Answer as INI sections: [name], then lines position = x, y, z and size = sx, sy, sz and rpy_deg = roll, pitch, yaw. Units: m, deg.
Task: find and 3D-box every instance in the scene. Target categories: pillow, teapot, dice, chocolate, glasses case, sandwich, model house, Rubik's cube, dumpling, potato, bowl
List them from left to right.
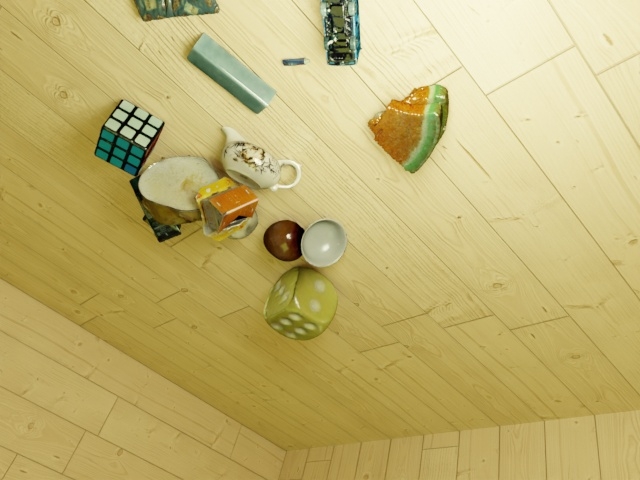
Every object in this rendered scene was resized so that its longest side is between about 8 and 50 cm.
[Rubik's cube]
position = -0.649, -0.348, 1.807
size = 0.162, 0.163, 0.160
rpy_deg = 27, 140, -16
[pillow]
position = -0.410, -0.689, 1.424
size = 0.256, 0.034, 0.188
rpy_deg = 3, 138, 17
[potato]
position = -0.479, -0.158, 1.915
size = 0.300, 0.246, 0.196
rpy_deg = 14, 154, 11
[glasses case]
position = -0.269, -0.486, 1.589
size = 0.266, 0.056, 0.105
rpy_deg = 36, 136, -20
[dumpling]
position = -0.326, -0.065, 1.987
size = 0.173, 0.142, 0.247
rpy_deg = -13, 165, 13
[model house]
position = -0.281, -0.102, 1.782
size = 0.136, 0.219, 0.207
rpy_deg = 13, 120, 44
[teapot]
position = -0.210, -0.254, 1.777
size = 0.300, 0.165, 0.208
rpy_deg = 18, 159, -16
[chocolate]
position = -0.143, 0.001, 2.023
size = 0.177, 0.176, 0.176
rpy_deg = 10, 140, 9
[dice]
position = -0.082, 0.269, 2.244
size = 0.227, 0.233, 0.238
rpy_deg = 37, 137, -22
[bowl]
position = 0.000, 0.000, 1.998
size = 0.189, 0.189, 0.086
rpy_deg = 44, 176, -28
[sandwich]
position = 0.261, -0.324, 1.536
size = 0.212, 0.109, 0.292
rpy_deg = 30, 139, -15

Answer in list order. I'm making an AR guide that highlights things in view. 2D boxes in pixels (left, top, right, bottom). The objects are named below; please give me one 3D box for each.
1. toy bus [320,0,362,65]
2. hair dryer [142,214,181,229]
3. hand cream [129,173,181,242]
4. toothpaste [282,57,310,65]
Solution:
[toy bus]
position = 0.056, -0.550, 1.355
size = 0.090, 0.106, 0.184
rpy_deg = 3, 133, 11
[hair dryer]
position = -0.574, -0.112, 2.116
size = 0.279, 0.090, 0.135
rpy_deg = -28, 122, 34
[hand cream]
position = -0.643, -0.125, 2.053
size = 0.120, 0.061, 0.270
rpy_deg = -19, 102, 23
[toothpaste]
position = -0.069, -0.510, 1.516
size = 0.083, 0.019, 0.027
rpy_deg = 3, 162, 19
